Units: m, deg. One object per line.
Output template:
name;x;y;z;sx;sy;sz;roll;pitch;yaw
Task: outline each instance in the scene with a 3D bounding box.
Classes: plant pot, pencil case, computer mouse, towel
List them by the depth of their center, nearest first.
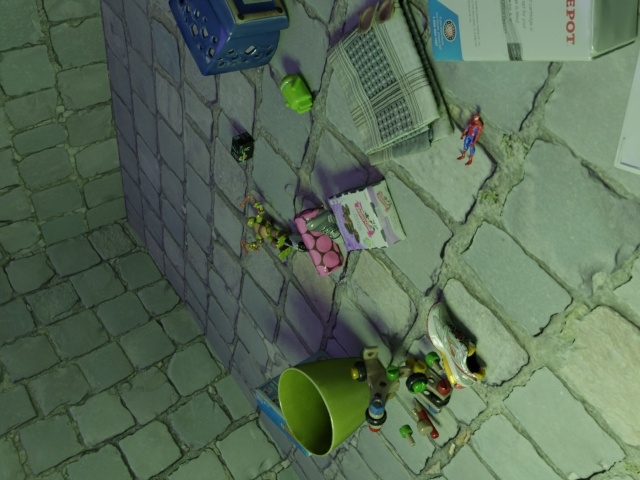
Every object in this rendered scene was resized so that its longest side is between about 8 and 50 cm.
towel;0.143;-0.341;1.333;0.312;0.056;0.324;-13;102;60
plant pot;-0.234;-0.611;1.575;0.212;0.236;0.236;-28;87;54
pencil case;0.000;0.000;1.790;0.209;0.098;0.095;67;167;-11
plant pot;0.065;0.474;1.816;0.275;0.293;0.275;25;123;46
computer mouse;-0.063;0.010;1.915;0.193;0.106;0.042;21;98;60

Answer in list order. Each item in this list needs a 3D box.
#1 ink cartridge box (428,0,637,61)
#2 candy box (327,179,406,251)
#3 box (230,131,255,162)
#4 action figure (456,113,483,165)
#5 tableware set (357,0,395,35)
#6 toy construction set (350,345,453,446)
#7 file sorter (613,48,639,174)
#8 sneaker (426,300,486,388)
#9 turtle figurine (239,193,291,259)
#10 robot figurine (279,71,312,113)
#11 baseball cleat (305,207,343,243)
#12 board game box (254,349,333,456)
ink cartridge box;0.320;-0.407;0.916;0.307;0.129;0.223;23;130;51
candy box;0.120;-0.062;1.564;0.196;0.070;0.165;-9;104;60
box;-0.269;-0.320;2.011;0.052;0.062;0.083;50;148;24
action figure;0.307;-0.208;1.195;0.038;0.030;0.115;48;145;37
tableware set;0.125;-0.508;1.212;0.168;0.020;0.141;13;91;61
toy construction set;0.225;0.415;1.670;0.309;0.257;0.237;60;179;-41
file sorter;0.516;-0.211;0.701;0.193;0.173;0.278;32;138;43
sneaker;0.341;0.253;1.453;0.092;0.088;0.225;-27;89;41
turtle figurine;-0.196;-0.023;2.095;0.217;0.087;0.269;35;131;30
robot figurine;-0.068;-0.409;1.612;0.115;0.067;0.101;61;163;9
baseball cleat;0.026;-0.039;1.650;0.072;0.206;0.109;-35;88;23
board game box;-0.018;0.548;2.018;0.308;0.302;0.086;30;136;47
